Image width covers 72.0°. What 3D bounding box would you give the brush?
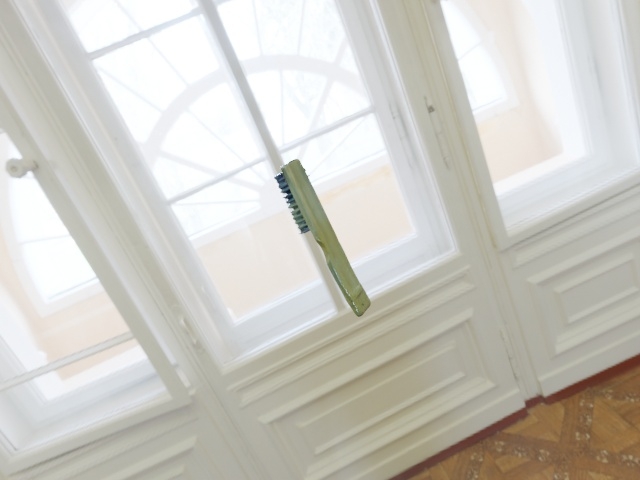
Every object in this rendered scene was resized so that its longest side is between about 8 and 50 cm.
[{"bbox_3d":[0.001,0.000,0.466,0.030,0.178,0.033,-24,6,32],"label":"brush"}]
